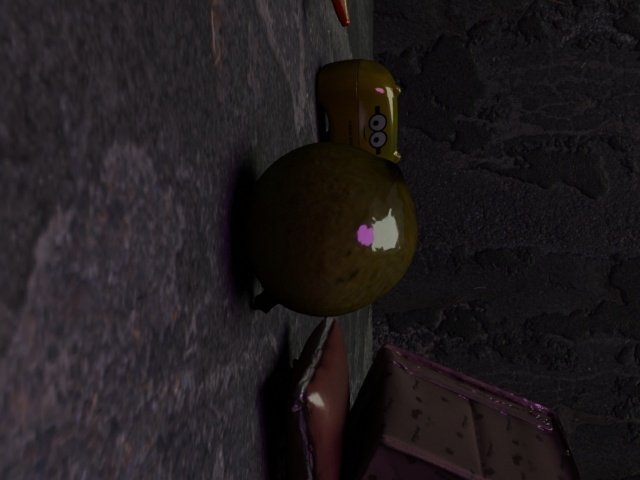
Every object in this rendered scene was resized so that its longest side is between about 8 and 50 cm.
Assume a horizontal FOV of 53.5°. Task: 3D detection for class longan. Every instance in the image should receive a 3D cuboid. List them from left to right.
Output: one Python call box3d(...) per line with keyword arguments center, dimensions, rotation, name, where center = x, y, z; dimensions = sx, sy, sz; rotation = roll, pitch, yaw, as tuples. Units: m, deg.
box3d(center=(0.000, 0.000, 0.530), dimensions=(0.176, 0.145, 0.155), rotation=(-51, 152, 12), name="longan")

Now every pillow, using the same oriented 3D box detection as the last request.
box3d(center=(-0.007, 0.187, 0.677), dimensions=(0.179, 0.075, 0.171), rotation=(-67, 156, -70), name="pillow")

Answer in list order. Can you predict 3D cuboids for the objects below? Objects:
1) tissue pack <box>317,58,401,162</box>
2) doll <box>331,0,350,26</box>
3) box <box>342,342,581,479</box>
box3d(center=(0.063, -0.193, 1.009), dimensions=(0.123, 0.127, 0.178), rotation=(-82, 170, -59), name="tissue pack")
box3d(center=(0.001, -0.369, 0.812), dimensions=(0.169, 0.057, 0.109), rotation=(55, 17, -52), name="doll")
box3d(center=(0.113, 0.315, 0.714), dimensions=(0.190, 0.225, 0.297), rotation=(-66, 178, -67), name="box")
